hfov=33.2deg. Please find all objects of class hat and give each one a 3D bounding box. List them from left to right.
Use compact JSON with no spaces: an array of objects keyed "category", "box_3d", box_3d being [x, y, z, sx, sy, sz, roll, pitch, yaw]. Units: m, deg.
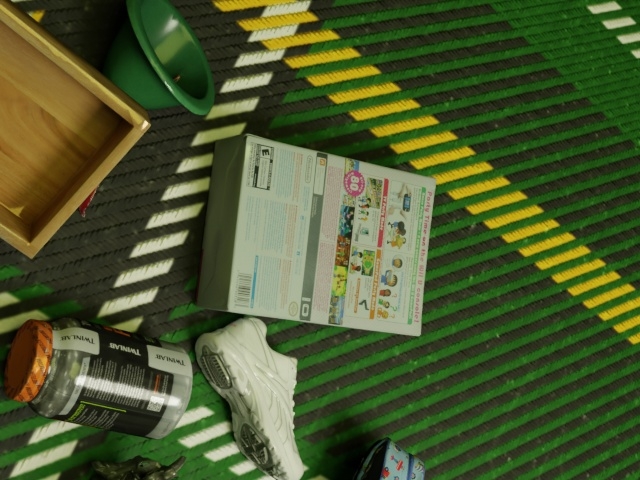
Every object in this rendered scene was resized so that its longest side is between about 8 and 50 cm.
[{"category":"hat","box_3d":[-0.249,-0.185,1.302,0.173,0.184,0.208,54,20,-28]}]

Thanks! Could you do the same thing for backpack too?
[{"category":"backpack","box_3d":[0.090,0.355,1.422,0.117,0.158,0.173,19,72,-1]}]

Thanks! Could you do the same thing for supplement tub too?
[{"category":"supplement tub","box_3d":[-0.253,0.155,1.226,0.190,0.117,0.117,19,77,-33]}]

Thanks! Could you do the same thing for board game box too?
[{"category":"board game box","box_3d":[0.000,0.000,1.418,0.303,0.097,0.223,11,83,-32]}]

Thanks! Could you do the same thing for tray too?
[{"category":"tray","box_3d":[-0.402,-0.182,1.117,0.411,0.076,0.203,39,99,-25]}]

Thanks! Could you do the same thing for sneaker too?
[{"category":"sneaker","box_3d":[-0.062,0.200,1.373,0.115,0.090,0.232,-32,106,-35]}]

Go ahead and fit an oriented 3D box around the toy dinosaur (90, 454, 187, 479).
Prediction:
[{"category":"toy dinosaur","box_3d":[-0.190,0.363,1.190,0.322,0.218,0.164,-10,114,7]}]
